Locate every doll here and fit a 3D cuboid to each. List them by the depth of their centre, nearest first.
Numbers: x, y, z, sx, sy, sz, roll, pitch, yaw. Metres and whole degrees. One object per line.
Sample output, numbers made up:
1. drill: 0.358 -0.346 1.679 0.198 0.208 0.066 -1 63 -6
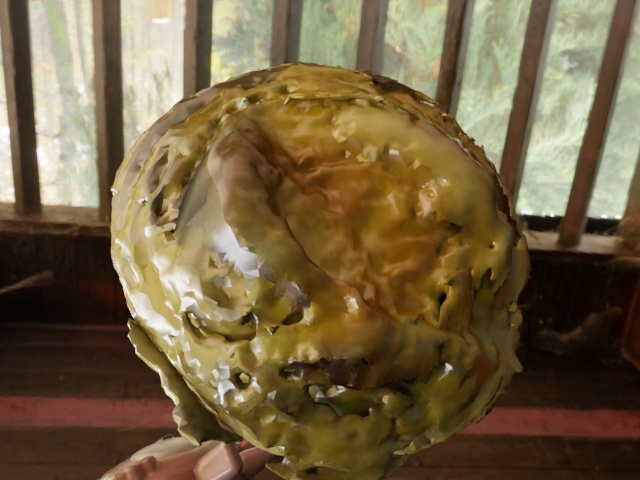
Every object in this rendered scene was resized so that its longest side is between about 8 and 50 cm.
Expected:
1. doll: -0.131 0.214 0.510 0.211 0.093 0.262 -25 161 -4

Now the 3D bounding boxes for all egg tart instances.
1. egg tart: 0.000 0.000 0.390 0.298 0.296 0.132 5 160 0
